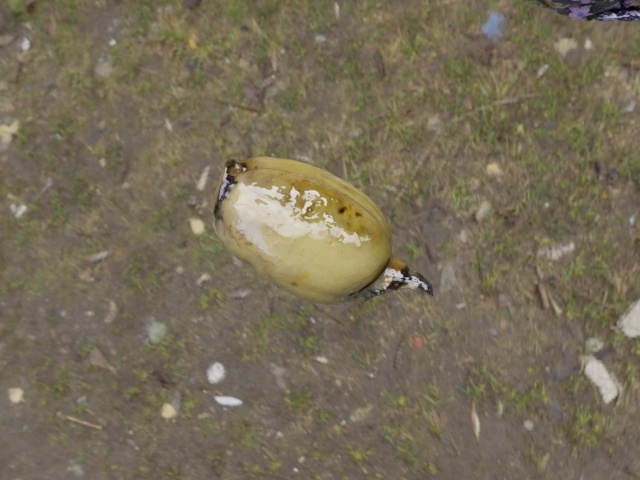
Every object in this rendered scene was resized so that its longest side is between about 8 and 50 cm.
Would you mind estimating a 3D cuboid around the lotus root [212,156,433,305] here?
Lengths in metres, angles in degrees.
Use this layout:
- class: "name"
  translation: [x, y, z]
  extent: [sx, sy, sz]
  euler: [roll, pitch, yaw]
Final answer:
- class: "lotus root"
  translation: [0.000, 0.000, 0.854]
  extent: [0.221, 0.118, 0.125]
  euler: [30, 36, -7]

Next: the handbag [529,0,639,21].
- class: "handbag"
  translation: [0.205, -0.278, 0.824]
  extent: [0.229, 0.208, 0.126]
  euler: [32, 101, 25]
